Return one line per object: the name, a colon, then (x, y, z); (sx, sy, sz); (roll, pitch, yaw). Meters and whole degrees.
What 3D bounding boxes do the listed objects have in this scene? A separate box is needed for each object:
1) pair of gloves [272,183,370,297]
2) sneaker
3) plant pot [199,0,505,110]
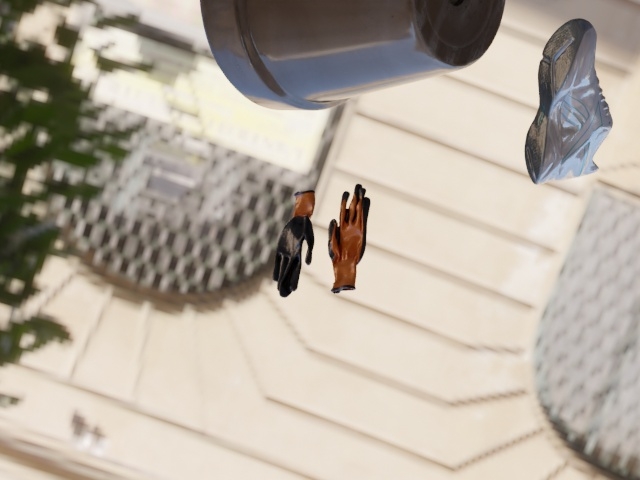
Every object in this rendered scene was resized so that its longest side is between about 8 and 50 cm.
pair of gloves: (0.000, 0.000, 1.140); (0.010, 0.074, 0.083); (23, 160, -39)
sneaker: (0.209, -0.115, 1.446); (0.061, 0.152, 0.053); (-2, -142, -13)
plant pot: (0.059, -0.309, 2.155); (0.280, 0.323, 0.323); (10, -172, 41)
